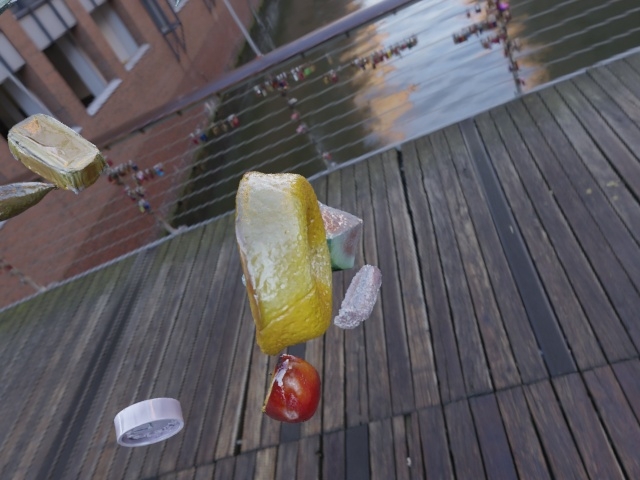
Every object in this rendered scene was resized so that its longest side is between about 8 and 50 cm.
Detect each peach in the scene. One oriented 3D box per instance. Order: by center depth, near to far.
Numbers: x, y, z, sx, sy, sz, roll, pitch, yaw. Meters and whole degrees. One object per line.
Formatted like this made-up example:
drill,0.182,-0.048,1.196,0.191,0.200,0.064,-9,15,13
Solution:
peach,-0.073,0.423,1.537,0.154,0.267,0.158,15,56,-5

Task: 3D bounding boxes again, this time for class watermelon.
watermelon,0.000,0.000,1.680,0.193,0.310,0.231,26,69,24

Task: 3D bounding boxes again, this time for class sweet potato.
sweet potato,-0.691,-0.067,1.158,0.269,0.074,0.075,-34,31,-25

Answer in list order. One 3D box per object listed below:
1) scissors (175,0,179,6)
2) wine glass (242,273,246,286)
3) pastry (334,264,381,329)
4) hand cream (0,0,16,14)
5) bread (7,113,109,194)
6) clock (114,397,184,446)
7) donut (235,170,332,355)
scissors,-0.358,-0.723,1.478,0.017,0.144,0.248,-28,8,-35
wine glass,-0.226,0.187,2.290,0.231,0.103,0.103,20,57,44
pastry,0.149,0.204,2.015,0.265,0.103,0.112,-63,15,-12
hand cream,-0.644,-0.416,1.019,0.055,0.086,0.235,-26,34,61
bread,-0.707,-0.231,1.486,0.241,0.107,0.136,31,55,9
clock,-0.519,0.554,1.681,0.197,0.197,0.068,-27,57,5
donut,-0.049,0.031,0.897,0.110,0.303,0.303,-7,37,7
